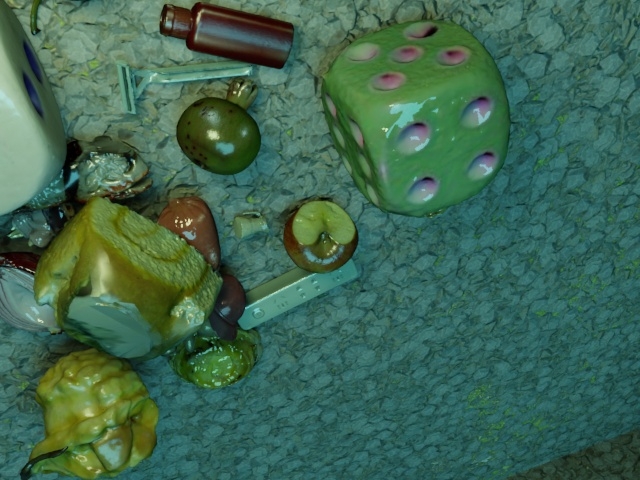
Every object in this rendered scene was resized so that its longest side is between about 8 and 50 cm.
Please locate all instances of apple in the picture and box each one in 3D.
[{"bbox_3d":[0.000,0.000,1.730,0.195,0.173,0.160,-6,128,-14],"label":"apple"}]

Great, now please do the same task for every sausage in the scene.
[{"bbox_3d":[-0.310,0.005,1.620,0.148,0.148,0.254,-15,127,-11],"label":"sausage"}]

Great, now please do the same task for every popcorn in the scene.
[{"bbox_3d":[-0.604,0.468,1.749,0.382,0.349,0.348,-42,146,-39],"label":"popcorn"}]

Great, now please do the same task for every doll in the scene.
[{"bbox_3d":[-0.311,0.185,1.746,0.256,0.196,0.152,-19,169,-4],"label":"doll"}]

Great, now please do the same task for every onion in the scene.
[{"bbox_3d":[-0.662,0.092,1.543,0.227,0.120,0.283,-7,137,15],"label":"onion"}]

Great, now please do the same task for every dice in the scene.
[{"bbox_3d":[-0.621,-0.234,1.168,0.277,0.304,0.304,-22,134,-6],"label":"dice"},{"bbox_3d":[0.202,-0.267,1.487,0.331,0.318,0.322,-24,133,-4],"label":"dice"}]

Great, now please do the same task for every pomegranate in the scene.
[{"bbox_3d":[-0.197,-0.234,1.451,0.211,0.179,0.179,-34,135,-10],"label":"pomegranate"}]

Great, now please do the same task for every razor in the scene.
[{"bbox_3d":[-0.277,-0.343,1.406,0.278,0.056,0.111,-15,135,-21],"label":"razor"}]

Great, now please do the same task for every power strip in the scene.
[{"bbox_3d":[-0.083,0.138,1.889,0.385,0.062,0.091,-26,131,-1],"label":"power strip"}]

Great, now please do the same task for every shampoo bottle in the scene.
[{"bbox_3d":[-0.188,-0.416,1.365,0.260,0.064,0.102,6,127,-26],"label":"shampoo bottle"}]

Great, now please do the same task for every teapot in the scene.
[{"bbox_3d":[-0.171,-0.040,1.708,0.083,0.057,0.067,-8,102,-25],"label":"teapot"}]

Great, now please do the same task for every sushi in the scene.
[{"bbox_3d":[-0.523,-0.147,1.413,0.332,0.124,0.129,-9,122,-18],"label":"sushi"}]

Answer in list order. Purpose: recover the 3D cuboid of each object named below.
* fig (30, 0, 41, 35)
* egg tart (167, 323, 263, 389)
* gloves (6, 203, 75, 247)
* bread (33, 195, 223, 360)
[{"bbox_3d":[-0.465,-0.453,1.207,0.124,0.124,0.236,26,138,-38],"label":"fig"},{"bbox_3d":[-0.294,0.343,1.953,0.279,0.095,0.278,-13,134,-14],"label":"egg tart"},{"bbox_3d":[-0.605,-0.050,1.480,0.144,0.094,0.110,-1,122,3],"label":"gloves"},{"bbox_3d":[-0.390,0.120,1.445,0.239,0.264,0.395,-41,125,21],"label":"bread"}]
